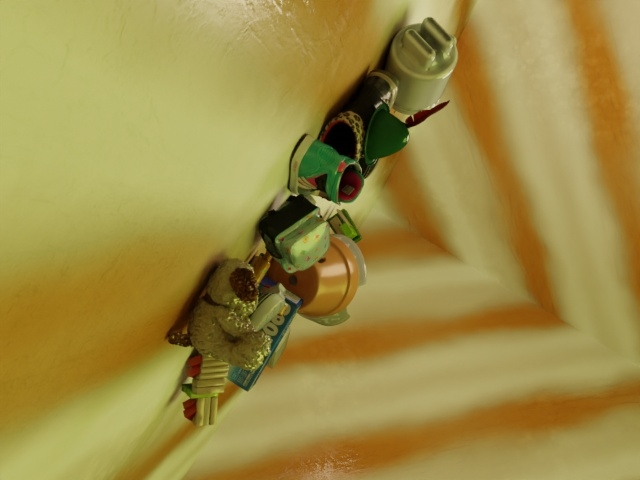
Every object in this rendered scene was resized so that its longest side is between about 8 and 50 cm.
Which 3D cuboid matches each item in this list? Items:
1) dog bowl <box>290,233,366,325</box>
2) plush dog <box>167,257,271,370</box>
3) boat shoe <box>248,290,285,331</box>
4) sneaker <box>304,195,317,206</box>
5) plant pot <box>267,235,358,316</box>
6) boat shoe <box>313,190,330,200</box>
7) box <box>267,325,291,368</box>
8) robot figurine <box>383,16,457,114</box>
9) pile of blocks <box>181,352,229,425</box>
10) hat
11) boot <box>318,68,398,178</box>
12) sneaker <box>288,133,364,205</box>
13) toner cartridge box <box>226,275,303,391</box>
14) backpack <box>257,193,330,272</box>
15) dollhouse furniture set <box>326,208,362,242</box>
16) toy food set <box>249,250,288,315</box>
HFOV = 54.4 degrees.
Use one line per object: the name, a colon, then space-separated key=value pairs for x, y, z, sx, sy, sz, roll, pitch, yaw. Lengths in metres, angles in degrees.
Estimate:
dog bowl: x=0.006 y=0.140 z=2.298 sx=0.102 sy=0.349 sz=0.348 roll=11 pitch=116 yaw=-43
plush dog: x=-0.218 y=0.149 z=1.425 sx=0.262 sy=0.211 sz=0.225 roll=19 pitch=-88 yaw=68
boat shoe: x=-0.191 y=0.187 z=1.683 sx=0.121 sy=0.119 sz=0.335 roll=-39 pitch=177 yaw=-25
sneaker: x=-0.101 y=-0.038 z=1.795 sx=0.128 sy=0.087 sz=0.221 roll=-30 pitch=155 yaw=-40
plant pot: x=-0.045 y=0.126 z=2.100 sx=0.204 sy=0.291 sz=0.290 roll=-6 pitch=129 yaw=-61
boat shoe: x=0.041 y=-0.173 z=2.044 sx=0.102 sy=0.092 sz=0.285 roll=-60 pitch=173 yaw=12
box: x=-0.217 y=0.408 z=2.543 sx=0.121 sy=0.148 sz=0.311 roll=-57 pitch=174 yaw=-24
robot figurine: x=0.295 y=-0.516 z=1.901 sx=0.300 sy=0.199 sz=0.353 roll=-32 pitch=166 yaw=-14
pile of blocks: x=-0.341 y=0.373 z=1.778 sx=0.113 sy=0.149 sz=0.361 roll=3 pitch=117 yaw=-33
hat: x=0.229 y=-0.266 z=1.650 sx=0.208 sy=0.184 sz=0.172 roll=56 pitch=54 yaw=-68
boot: x=0.092 y=-0.271 z=1.784 sx=0.284 sy=0.138 sz=0.377 roll=-54 pitch=168 yaw=-43
sneaker: x=0.022 y=-0.156 z=1.613 sx=0.123 sy=0.179 sz=0.295 roll=-57 pitch=173 yaw=-13
toner cartridge box: x=-0.212 y=0.299 z=2.011 sx=0.347 sy=0.165 sz=0.075 roll=-61 pitch=172 yaw=14
backpack: x=-0.060 y=-0.005 z=1.639 sx=0.166 sy=0.144 sz=0.188 roll=-39 pitch=154 yaw=-20
dollhouse furniture set: x=0.000 y=0.000 z=2.639 sx=0.302 sy=0.151 sz=0.197 roll=-35 pitch=165 yaw=11
toy food set: x=-0.151 y=0.115 z=1.790 sx=0.104 sy=0.111 sz=0.232 roll=-58 pitch=144 yaw=-20
